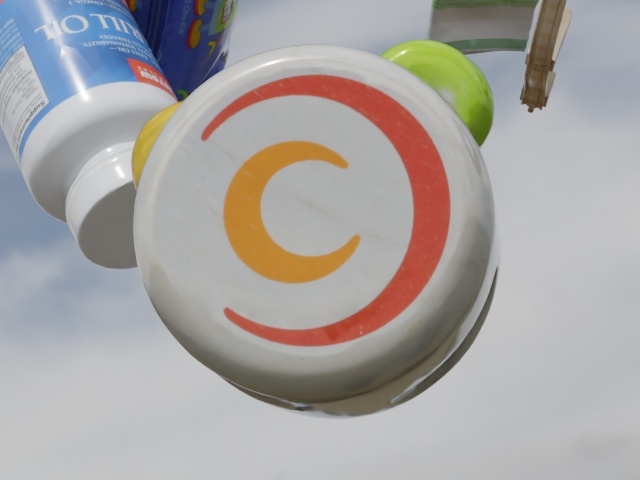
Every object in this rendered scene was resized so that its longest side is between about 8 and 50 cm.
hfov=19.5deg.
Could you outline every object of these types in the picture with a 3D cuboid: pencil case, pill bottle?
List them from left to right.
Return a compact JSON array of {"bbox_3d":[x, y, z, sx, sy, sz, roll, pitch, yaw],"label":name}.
[{"bbox_3d":[-0.165,-0.088,1.339,0.124,0.221,0.124,-19,-38,-15],"label":"pill bottle"},{"bbox_3d":[-0.108,-0.231,1.423,0.119,0.133,0.306,22,-49,7],"label":"pencil case"}]

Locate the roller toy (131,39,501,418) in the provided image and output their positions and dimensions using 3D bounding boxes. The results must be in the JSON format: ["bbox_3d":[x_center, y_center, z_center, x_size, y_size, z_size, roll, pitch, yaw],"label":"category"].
[{"bbox_3d":[0.000,0.000,1.022,0.209,0.191,0.146,-8,-12,6],"label":"roller toy"}]

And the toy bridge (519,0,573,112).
[{"bbox_3d":[0.184,-0.163,1.505,0.026,0.063,0.188,17,-34,8],"label":"toy bridge"}]

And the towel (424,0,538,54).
[{"bbox_3d":[0.147,-0.222,1.539,0.113,0.023,0.152,-10,-51,-35],"label":"towel"}]
